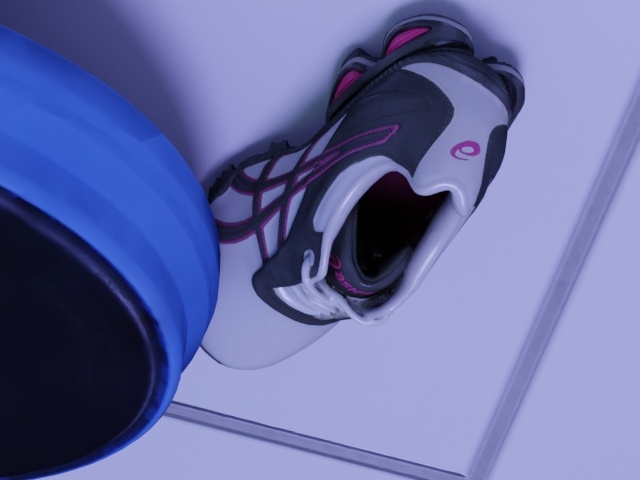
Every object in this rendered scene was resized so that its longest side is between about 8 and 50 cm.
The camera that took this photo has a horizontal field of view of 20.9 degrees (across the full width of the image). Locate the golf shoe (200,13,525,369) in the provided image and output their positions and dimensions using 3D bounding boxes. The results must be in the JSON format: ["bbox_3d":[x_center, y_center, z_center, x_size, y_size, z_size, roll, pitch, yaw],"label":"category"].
[{"bbox_3d":[0.000,0.000,0.916,0.105,0.120,0.273,27,132,-15],"label":"golf shoe"}]

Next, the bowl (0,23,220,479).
[{"bbox_3d":[-0.249,0.016,0.899,0.391,0.077,0.391,4,146,3],"label":"bowl"}]
